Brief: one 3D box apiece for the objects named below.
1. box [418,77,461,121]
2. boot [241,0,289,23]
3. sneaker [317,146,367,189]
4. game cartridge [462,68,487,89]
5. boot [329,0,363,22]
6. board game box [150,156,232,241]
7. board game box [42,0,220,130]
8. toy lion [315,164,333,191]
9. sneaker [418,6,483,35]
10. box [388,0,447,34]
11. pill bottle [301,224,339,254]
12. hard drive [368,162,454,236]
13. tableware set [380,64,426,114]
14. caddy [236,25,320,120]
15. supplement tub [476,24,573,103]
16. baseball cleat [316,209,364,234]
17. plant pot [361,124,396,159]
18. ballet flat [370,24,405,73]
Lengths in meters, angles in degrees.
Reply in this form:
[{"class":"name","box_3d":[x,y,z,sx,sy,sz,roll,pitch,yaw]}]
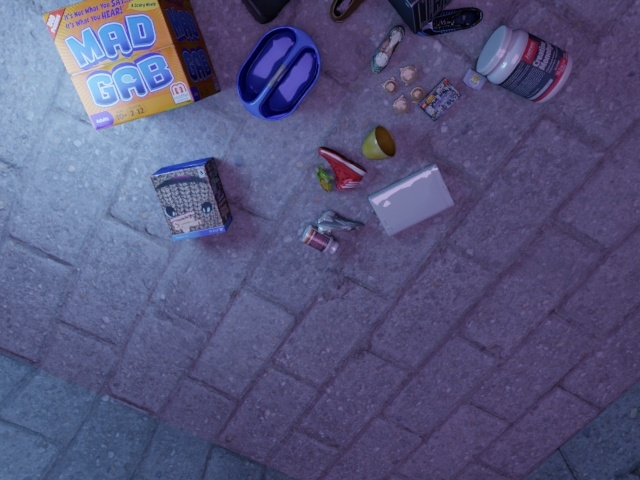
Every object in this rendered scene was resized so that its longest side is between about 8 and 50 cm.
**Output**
[{"class":"box","box_3d":[0.458,-0.541,1.707,0.094,0.027,0.137,37,110,-21]},{"class":"boot","box_3d":[-0.143,-0.940,1.361,0.445,0.146,0.367,-13,132,48]},{"class":"sneaker","box_3d":[0.067,-0.282,1.804,0.221,0.087,0.128,28,109,-10]},{"class":"game cartridge","box_3d":[0.585,-0.609,1.685,0.083,0.017,0.056,24,116,-9]},{"class":"boot","box_3d":[0.147,-0.885,1.517,0.112,0.115,0.305,38,109,-13]},{"class":"board game box","box_3d":[-0.527,-0.171,1.836,0.232,0.141,0.290,-11,113,6]},{"class":"board game box","box_3d":[-0.606,-0.623,1.516,0.357,0.356,0.356,-13,113,7]},{"class":"toy lion","box_3d":[0.015,-0.249,1.830,0.034,0.096,0.100,-34,74,-21]},{"class":"sneaker","box_3d":[0.456,-0.780,1.569,0.233,0.090,0.081,-11,114,6]},{"class":"box","box_3d":[0.358,-0.863,1.404,0.294,0.296,0.182,-40,88,16]},{"class":"pill bottle","box_3d":[0.000,0.000,1.932,0.152,0.086,0.086,28,112,-10]},{"class":"hard drive","box_3d":[0.385,-0.167,1.876,0.308,0.040,0.203,-27,111,12]},{"class":"tableware set","box_3d":[0.323,-0.577,1.703,0.141,0.020,0.168,-27,113,13]},{"class":"caddy","box_3d":[-0.150,-0.604,1.614,0.241,0.179,0.341,37,110,-13]},{"class":"supplement tub","box_3d":[0.723,-0.626,1.579,0.272,0.191,0.191,21,113,-8]},{"class":"baseball cleat","box_3d":[0.085,-0.083,1.902,0.206,0.072,0.109,-7,77,-19]},{"class":"plant pot","box_3d":[0.221,-0.372,1.750,0.095,0.134,0.134,-23,115,41]},{"class":"ballet flat","box_3d":[0.244,-0.700,1.625,0.070,0.070,0.188,26,112,-10]}]
